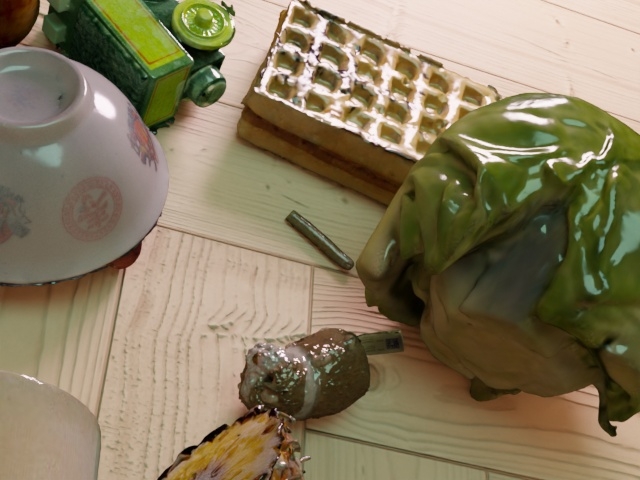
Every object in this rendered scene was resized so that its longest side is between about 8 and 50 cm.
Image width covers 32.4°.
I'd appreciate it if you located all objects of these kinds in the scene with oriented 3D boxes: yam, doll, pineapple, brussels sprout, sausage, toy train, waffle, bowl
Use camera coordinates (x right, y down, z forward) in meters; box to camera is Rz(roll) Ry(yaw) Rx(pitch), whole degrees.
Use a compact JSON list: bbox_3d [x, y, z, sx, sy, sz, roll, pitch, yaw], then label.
[{"bbox_3d":[0.000,0.000,1.511,0.116,0.021,0.021,40,49,9],"label":"yam"},{"bbox_3d":[-0.001,0.157,1.335,0.221,0.105,0.115,-19,102,-36],"label":"doll"},{"bbox_3d":[-0.051,0.351,1.122,0.271,0.262,0.262,51,47,-15],"label":"pineapple"},{"bbox_3d":[0.295,0.005,1.412,0.425,0.342,0.361,34,62,-8],"label":"brussels sprout"},{"bbox_3d":[-0.253,-0.006,1.370,0.054,0.059,0.094,-16,51,16],"label":"sausage"},{"bbox_3d":[-0.248,-0.285,1.519,0.188,0.159,0.271,-31,74,-34],"label":"toy train"},{"bbox_3d":[0.081,-0.191,1.632,0.376,0.114,0.261,24,49,-7],"label":"waffle"},{"bbox_3d":[-0.349,-0.126,1.308,0.345,0.157,0.345,6,48,-6],"label":"bowl"}]

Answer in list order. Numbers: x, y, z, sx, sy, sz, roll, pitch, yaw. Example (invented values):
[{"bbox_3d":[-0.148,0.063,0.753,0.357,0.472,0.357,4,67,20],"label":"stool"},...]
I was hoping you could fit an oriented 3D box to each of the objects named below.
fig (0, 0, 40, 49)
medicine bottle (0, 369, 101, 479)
[{"bbox_3d":[-0.456,-0.345,1.500,0.191,0.190,0.290,24,9,-8],"label":"fig"},{"bbox_3d":[-0.326,0.338,0.954,0.236,0.236,0.406,13,51,-17],"label":"medicine bottle"}]
